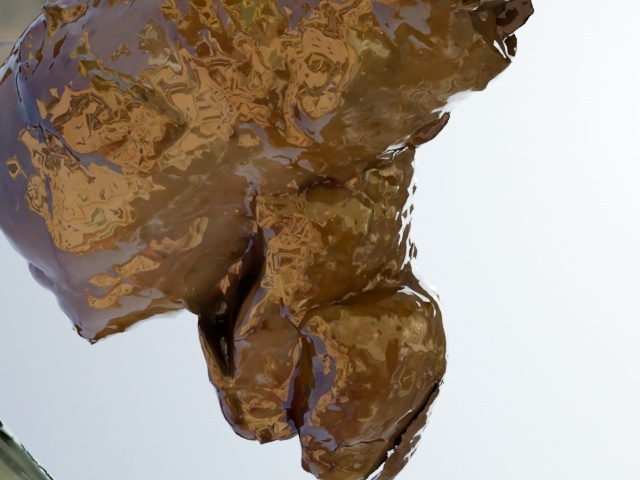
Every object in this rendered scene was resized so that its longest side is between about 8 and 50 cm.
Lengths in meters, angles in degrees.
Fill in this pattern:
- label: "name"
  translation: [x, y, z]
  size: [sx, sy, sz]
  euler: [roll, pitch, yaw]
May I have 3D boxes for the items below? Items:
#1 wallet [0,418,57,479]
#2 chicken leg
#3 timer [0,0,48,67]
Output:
- label: "wallet"
  translation: [-0.304, 0.282, 0.935]
  size: [0.250, 0.075, 0.176]
  euler: [46, -76, 4]
- label: "chicken leg"
  translation: [0.008, -0.032, 0.453]
  size: [0.182, 0.409, 0.295]
  euler: [-20, -94, -49]
- label: "timer"
  translation: [-0.194, -0.173, 0.762]
  size: [0.175, 0.255, 0.175]
  euler: [-6, -55, -9]
